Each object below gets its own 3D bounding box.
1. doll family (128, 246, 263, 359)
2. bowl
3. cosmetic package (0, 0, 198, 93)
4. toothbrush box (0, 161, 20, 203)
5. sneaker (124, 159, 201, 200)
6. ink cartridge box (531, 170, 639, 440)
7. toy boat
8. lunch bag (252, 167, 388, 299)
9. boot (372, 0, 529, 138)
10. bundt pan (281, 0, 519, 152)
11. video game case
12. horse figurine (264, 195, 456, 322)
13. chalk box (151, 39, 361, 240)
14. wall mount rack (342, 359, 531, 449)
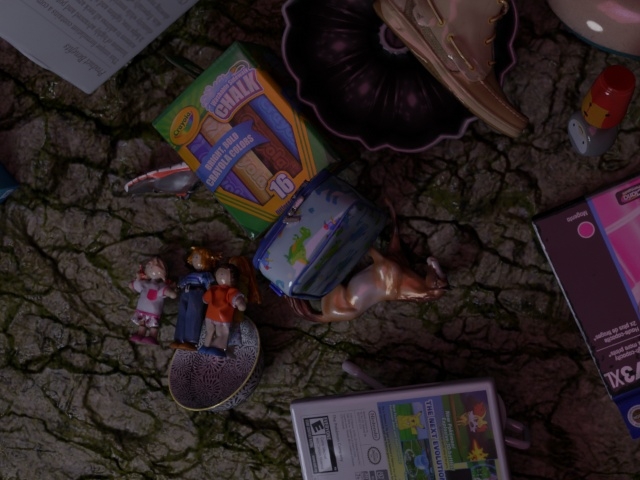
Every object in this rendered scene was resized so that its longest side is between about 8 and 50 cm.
[{"bbox_3d":[-0.178,0.091,1.591,0.262,0.118,0.163,4,80,42],"label":"doll family"},{"bbox_3d":[-0.146,0.203,1.613,0.170,0.080,0.170,-19,49,23],"label":"bowl"},{"bbox_3d":[-0.320,-0.475,1.381,0.393,0.329,0.327,-39,75,4],"label":"cosmetic package"},{"bbox_3d":[-0.638,-0.114,1.581,0.126,0.295,0.216,-40,89,14],"label":"toothbrush box"},{"bbox_3d":[-0.232,-0.088,1.617,0.157,0.061,0.065,-15,102,16],"label":"sneaker"},{"bbox_3d":[0.459,0.101,1.489,0.175,0.069,0.371,-24,94,15],"label":"ink cartridge box"},{"bbox_3d":[0.401,-0.266,1.373,0.267,0.148,0.318,20,63,8],"label":"toy boat"},{"bbox_3d":[0.000,0.000,1.441,0.090,0.219,0.176,38,96,16],"label":"lunch bag"},{"bbox_3d":[0.226,-0.283,1.346,0.203,0.095,0.262,-44,90,12],"label":"boot"},{"bbox_3d":[0.114,-0.292,1.465,0.330,0.124,0.331,1,101,7],"label":"bundt pan"},{"bbox_3d":[0.128,0.372,1.488,0.299,0.036,0.329,-9,96,15],"label":"video game case"},{"bbox_3d":[0.053,0.053,1.570,0.263,0.066,0.175,-27,85,13],"label":"horse figurine"},{"bbox_3d":[-0.108,-0.174,1.514,0.179,0.180,0.289,-40,89,15],"label":"chalk box"},{"bbox_3d":[0.141,0.343,1.565,0.304,0.130,0.350,18,101,6],"label":"wall mount rack"}]
